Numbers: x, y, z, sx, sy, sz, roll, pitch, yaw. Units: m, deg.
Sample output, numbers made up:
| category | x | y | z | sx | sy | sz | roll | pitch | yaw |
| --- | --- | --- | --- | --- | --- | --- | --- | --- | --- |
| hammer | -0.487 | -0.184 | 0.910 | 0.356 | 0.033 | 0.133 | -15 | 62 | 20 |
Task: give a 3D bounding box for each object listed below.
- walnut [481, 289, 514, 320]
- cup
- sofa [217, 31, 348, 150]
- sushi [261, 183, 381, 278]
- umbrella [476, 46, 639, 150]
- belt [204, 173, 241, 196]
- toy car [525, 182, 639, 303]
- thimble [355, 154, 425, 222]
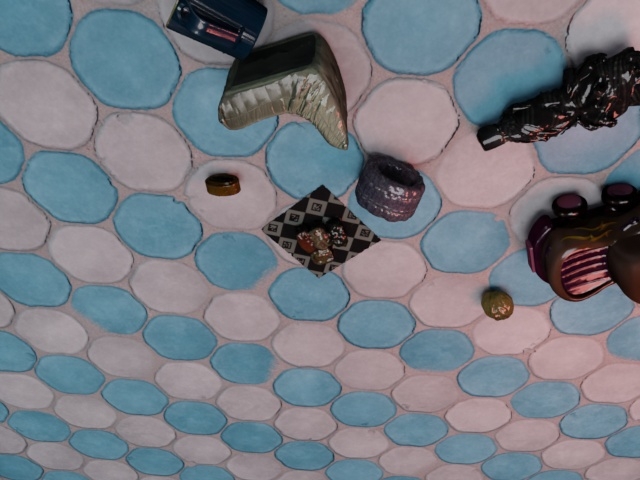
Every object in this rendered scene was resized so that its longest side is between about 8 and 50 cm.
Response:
| category | x | y | z | sx | sy | sz | roll | pitch | yaw |
| --- | --- | --- | --- | --- | --- | --- | --- | --- | --- |
| walnut | 0.486 | 0.177 | 1.547 | 0.092 | 0.092 | 0.092 | 1 | 130 | 2 |
| cup | -0.188 | -0.405 | 1.030 | 0.155 | 0.177 | 0.131 | 22 | 126 | -23 |
| sofa | -0.068 | -0.275 | 1.111 | 0.225 | 0.210 | 0.176 | -15 | 130 | 11 |
| sushi | 0.000 | 0.000 | 1.440 | 0.219 | 0.047 | 0.231 | -33 | 121 | 27 |
| umbrella | 0.479 | -0.275 | 1.136 | 0.336 | 0.128 | 0.154 | -13 | 131 | 18 |
| belt | -0.229 | -0.133 | 1.332 | 0.083 | 0.059 | 0.036 | 5 | 130 | 14 |
| toy car | 0.676 | 0.040 | 1.314 | 0.340 | 0.240 | 0.271 | -16 | 126 | 12 |
| thimble | 0.157 | -0.117 | 1.269 | 0.150 | 0.150 | 0.098 | 15 | 124 | -10 |
